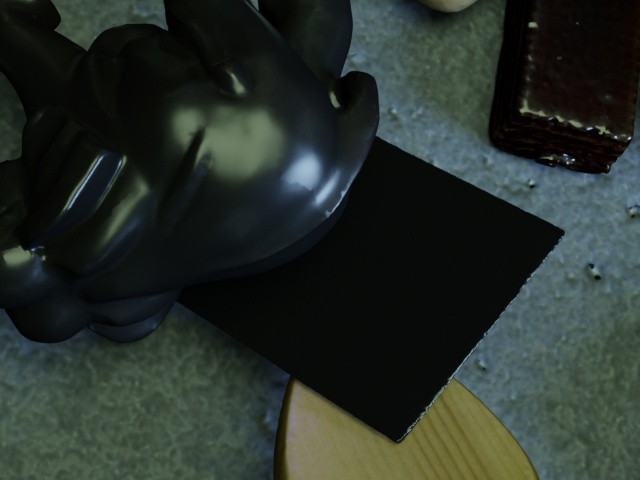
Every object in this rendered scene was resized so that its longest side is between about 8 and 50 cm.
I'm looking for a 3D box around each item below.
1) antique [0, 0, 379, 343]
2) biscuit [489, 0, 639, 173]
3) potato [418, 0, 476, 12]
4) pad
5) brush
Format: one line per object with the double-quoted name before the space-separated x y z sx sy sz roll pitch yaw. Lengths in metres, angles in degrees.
"antique" -0.118 -0.072 0.943 0.322 0.185 0.255 -13 61 7
"biscuit" 0.225 -0.248 1.161 0.107 0.073 0.388 13 72 -8
"potato" 0.117 -0.259 1.124 0.112 0.112 0.147 24 77 -5
"pad" 0.000 0.000 0.993 0.300 0.005 0.202 29 66 30
"brush" 0.051 0.189 0.948 0.174 0.166 0.266 -13 45 -11
